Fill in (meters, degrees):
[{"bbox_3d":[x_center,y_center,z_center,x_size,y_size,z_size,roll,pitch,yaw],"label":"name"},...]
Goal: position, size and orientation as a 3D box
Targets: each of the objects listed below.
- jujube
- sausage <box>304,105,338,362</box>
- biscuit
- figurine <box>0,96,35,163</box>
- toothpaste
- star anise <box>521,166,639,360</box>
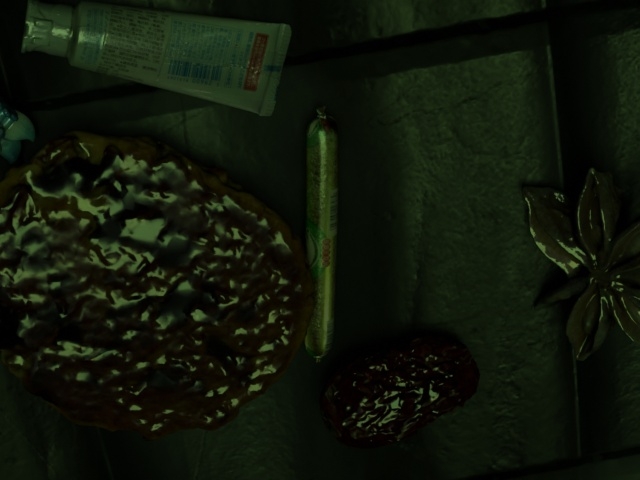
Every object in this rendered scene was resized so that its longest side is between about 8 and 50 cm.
[{"bbox_3d":[0.079,0.148,1.093,0.166,0.104,0.104,-27,112,-9],"label":"jujube"},{"bbox_3d":[0.000,0.000,1.054,0.033,0.033,0.269,-1,111,-5],"label":"sausage"},{"bbox_3d":[-0.173,0.046,1.031,0.334,0.081,0.289,38,103,-22],"label":"biscuit"},{"bbox_3d":[-0.320,-0.091,0.961,0.114,0.079,0.114,-31,153,-17],"label":"figurine"},{"bbox_3d":[-0.145,-0.171,0.966,0.234,0.057,0.089,9,112,-16],"label":"toothpaste"},{"bbox_3d":[0.296,0.026,1.044,0.197,0.073,0.212,6,117,32],"label":"star anise"}]
